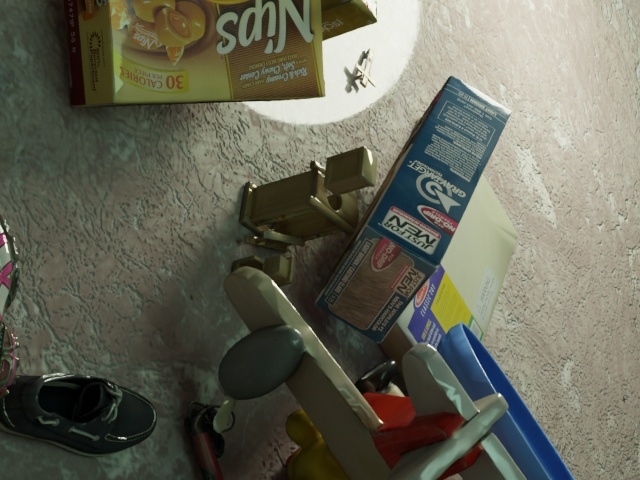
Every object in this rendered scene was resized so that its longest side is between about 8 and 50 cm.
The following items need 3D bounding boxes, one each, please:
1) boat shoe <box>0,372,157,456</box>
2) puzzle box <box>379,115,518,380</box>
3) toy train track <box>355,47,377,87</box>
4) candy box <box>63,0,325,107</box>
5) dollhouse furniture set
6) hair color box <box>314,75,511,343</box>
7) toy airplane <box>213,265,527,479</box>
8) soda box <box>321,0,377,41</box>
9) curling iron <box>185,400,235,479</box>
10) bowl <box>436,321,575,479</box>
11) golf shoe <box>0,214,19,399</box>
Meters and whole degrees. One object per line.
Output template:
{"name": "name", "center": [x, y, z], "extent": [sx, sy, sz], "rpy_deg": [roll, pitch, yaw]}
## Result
{"name": "boat shoe", "center": [-0.224, 0.167, 1.159], "extent": [0.206, 0.065, 0.075], "rpy_deg": [20, 62, -51]}
{"name": "puzzle box", "center": [0.176, 0.026, 1.791], "extent": [0.272, 0.052, 0.409], "rpy_deg": [57, 39, -27]}
{"name": "toy train track", "center": [0.066, -0.254, 1.771], "extent": [0.048, 0.014, 0.083], "rpy_deg": [43, 40, -29]}
{"name": "candy box", "center": [-0.134, -0.246, 1.342], "extent": [0.316, 0.087, 0.183], "rpy_deg": [-9, 99, -46]}
{"name": "dollhouse furniture set", "center": [0.000, 0.000, 1.434], "extent": [0.101, 0.182, 0.161], "rpy_deg": [36, 50, -43]}
{"name": "hair color box", "center": [0.127, -0.049, 1.572], "extent": [0.105, 0.174, 0.347], "rpy_deg": [31, 45, 0]}
{"name": "toy airplane", "center": [0.045, 0.248, 1.253], "extent": [0.272, 0.386, 0.384], "rpy_deg": [-34, 136, -14]}
{"name": "soda box", "center": [-0.018, -0.287, 1.512], "extent": [0.061, 0.181, 0.058], "rpy_deg": [25, 59, -49]}
{"name": "curling iron", "center": [-0.094, 0.306, 1.321], "extent": [0.068, 0.035, 0.274], "rpy_deg": [-18, 93, -56]}
{"name": "bowl", "center": [0.259, 0.289, 1.550], "extent": [0.391, 0.077, 0.391], "rpy_deg": [55, 7, -10]}
{"name": "golf shoe", "center": [-0.317, 0.050, 1.066], "extent": [0.086, 0.067, 0.186], "rpy_deg": [10, 70, -52]}
